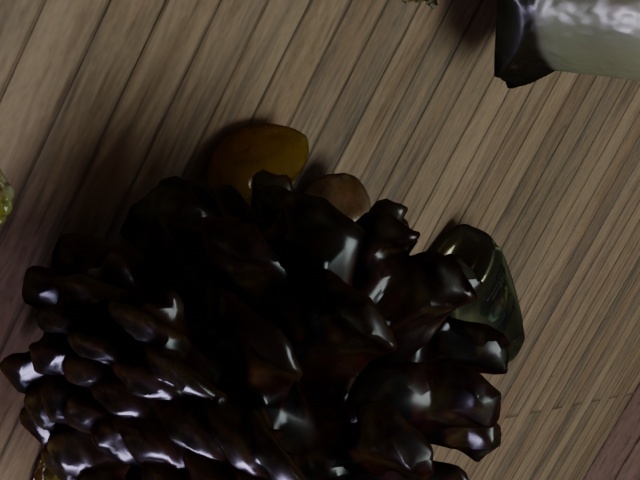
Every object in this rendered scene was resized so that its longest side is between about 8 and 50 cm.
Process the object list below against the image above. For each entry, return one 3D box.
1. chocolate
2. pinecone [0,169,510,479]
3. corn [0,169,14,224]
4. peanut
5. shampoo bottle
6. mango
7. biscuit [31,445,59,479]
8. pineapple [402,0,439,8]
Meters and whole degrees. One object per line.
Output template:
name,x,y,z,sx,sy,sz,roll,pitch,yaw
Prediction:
chocolate,0.358,-0.289,1.342,0.314,0.297,0.326,-54,159,-33
pinecone,-0.031,0.117,1.055,0.397,0.397,0.398,-40,149,-30
corn,-0.314,-0.009,0.778,0.320,0.097,0.097,-16,133,-56
peanut,0.000,0.000,1.339,0.076,0.076,0.152,-5,124,-58
shampoo bottle,0.214,0.093,1.803,0.126,0.084,0.350,-54,155,-11
mango,-0.056,-0.064,1.189,0.114,0.060,0.080,-43,153,-33
biscuit,-0.176,0.184,1.298,0.254,0.029,0.172,-22,138,-48
pineapple,0.127,-0.263,1.276,0.114,0.077,0.114,-47,150,11
